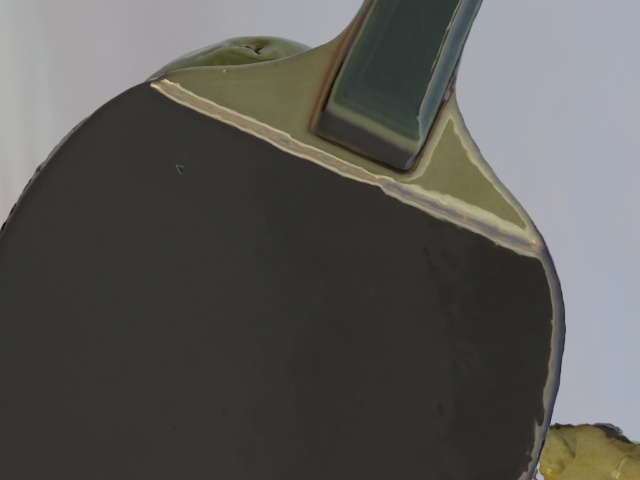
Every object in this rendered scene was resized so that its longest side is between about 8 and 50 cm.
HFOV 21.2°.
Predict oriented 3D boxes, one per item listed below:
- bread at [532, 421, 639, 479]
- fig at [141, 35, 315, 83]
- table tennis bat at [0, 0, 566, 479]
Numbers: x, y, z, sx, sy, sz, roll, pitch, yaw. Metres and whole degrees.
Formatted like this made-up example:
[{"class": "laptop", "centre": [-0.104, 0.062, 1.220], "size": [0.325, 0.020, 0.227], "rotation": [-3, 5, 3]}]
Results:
[{"class": "bread", "centre": [0.221, 0.225, 1.303], "size": [0.169, 0.140, 0.160], "rotation": [-66, 157, -47]}, {"class": "fig", "centre": [-0.030, 0.000, 1.102], "size": [0.275, 0.206, 0.206], "rotation": [-100, -168, -46]}, {"class": "table tennis bat", "centre": [0.000, 0.000, 0.442], "size": [0.021, 0.154, 0.274], "rotation": [-170, -76, -83]}]
